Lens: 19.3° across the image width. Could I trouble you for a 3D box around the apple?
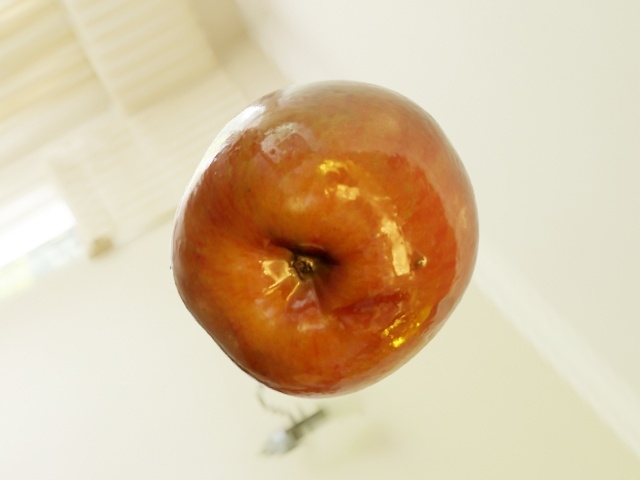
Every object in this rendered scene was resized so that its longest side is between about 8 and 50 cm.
[{"bbox_3d":[0.000,0.000,1.228,0.209,0.209,0.164,63,20,-17],"label":"apple"}]
